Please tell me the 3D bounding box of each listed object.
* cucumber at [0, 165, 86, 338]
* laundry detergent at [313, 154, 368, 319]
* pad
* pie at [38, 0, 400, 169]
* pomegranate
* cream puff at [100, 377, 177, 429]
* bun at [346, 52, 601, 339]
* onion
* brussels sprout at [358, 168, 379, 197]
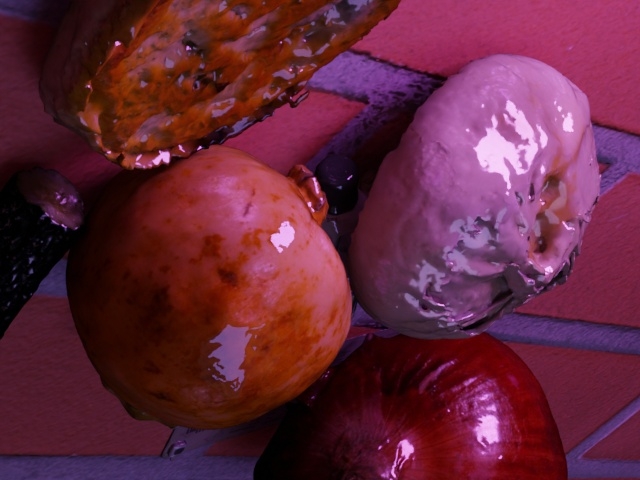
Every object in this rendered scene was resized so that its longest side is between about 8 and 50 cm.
[{"bbox_3d":[-0.275,0.053,1.577,0.072,0.072,0.300,-4,144,-42],"label":"cucumber"},{"bbox_3d":[0.000,0.000,1.757,0.099,0.070,0.225,16,145,0],"label":"laundry detergent"},{"bbox_3d":[-0.035,0.162,2.093,0.265,0.009,0.159,-13,149,-31],"label":"pad"},{"bbox_3d":[-0.058,-0.172,1.386,0.315,0.092,0.315,-28,158,-12],"label":"pie"},{"bbox_3d":[-0.086,0.031,1.552,0.248,0.248,0.248,-24,154,-13],"label":"pomegranate"},{"bbox_3d":[-0.127,0.089,1.738,0.146,0.146,0.116,-36,171,12],"label":"cream puff"},{"bbox_3d":[0.155,-0.024,1.720,0.287,0.146,0.287,-41,148,-32],"label":"bun"},{"bbox_3d":[0.103,0.269,2.097,0.341,0.341,0.341,-24,154,-13],"label":"onion"},{"bbox_3d":[0.065,-0.044,1.778,0.085,0.058,0.085,-39,142,-38],"label":"brussels sprout"}]
